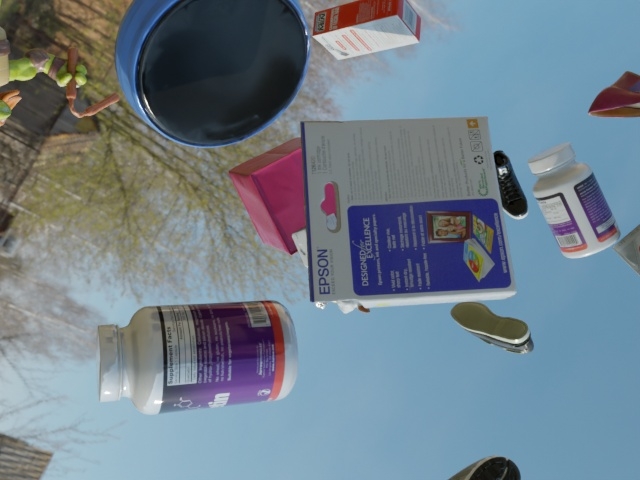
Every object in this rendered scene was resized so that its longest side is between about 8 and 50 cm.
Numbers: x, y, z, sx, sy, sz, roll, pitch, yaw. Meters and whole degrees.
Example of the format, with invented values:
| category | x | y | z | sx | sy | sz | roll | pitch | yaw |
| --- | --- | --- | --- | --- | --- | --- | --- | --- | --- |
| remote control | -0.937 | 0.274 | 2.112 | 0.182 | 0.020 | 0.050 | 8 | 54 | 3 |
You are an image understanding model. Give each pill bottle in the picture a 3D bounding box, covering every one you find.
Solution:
| category | x | y | z | sx | sy | sz | roll | pitch | yaw |
| --- | --- | --- | --- | --- | --- | --- | --- | --- | --- |
| pill bottle | -0.212 | 0.199 | 1.056 | 0.181 | 0.323 | 0.181 | 179 | -90 | -67 |
| pill bottle | 0.455 | -0.075 | 1.116 | 0.108 | 0.193 | 0.108 | -27 | -173 | 4 |

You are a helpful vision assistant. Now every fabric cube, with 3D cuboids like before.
| category | x | y | z | sx | sy | sz | roll | pitch | yaw |
| --- | --- | --- | --- | --- | --- | --- | --- | --- | --- |
| fabric cube | -0.073 | -0.140 | 1.754 | 0.259 | 0.254 | 0.258 | -29 | -165 | -16 |

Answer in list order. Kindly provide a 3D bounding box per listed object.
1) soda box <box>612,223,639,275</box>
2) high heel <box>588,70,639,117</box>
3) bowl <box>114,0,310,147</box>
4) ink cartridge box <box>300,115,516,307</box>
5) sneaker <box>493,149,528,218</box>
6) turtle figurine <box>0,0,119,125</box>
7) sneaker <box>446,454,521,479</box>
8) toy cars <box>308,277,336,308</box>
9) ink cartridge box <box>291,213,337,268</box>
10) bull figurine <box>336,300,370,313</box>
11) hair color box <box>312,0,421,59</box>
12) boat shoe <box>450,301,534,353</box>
| category | x | y | z | sx | sy | sz | roll | pitch | yaw |
| --- | --- | --- | --- | --- | --- | --- | --- | --- | --- |
| soda box | 0.649 | 0.022 | 1.166 | 0.098 | 0.286 | 0.091 | -48 | -119 | 23 |
| high heel | 0.666 | -0.254 | 1.233 | 0.117 | 0.082 | 0.244 | -46 | -129 | 4 |
| bowl | -0.194 | -0.349 | 1.200 | 0.391 | 0.391 | 0.077 | -50 | -127 | 21 |
| ink cartridge box | 0.128 | -0.049 | 0.963 | 0.072 | 0.307 | 0.303 | 89 | -2 | -71 |
| sneaker | 0.562 | -0.175 | 1.861 | 0.079 | 0.121 | 0.216 | -23 | -120 | 14 |
| turtle figurine | -0.336 | -0.205 | 0.619 | 0.087 | 0.270 | 0.217 | 26 | -57 | 36 |
| sneaker | 0.270 | 0.517 | 1.208 | 0.272 | 0.100 | 0.108 | -33 | 166 | 2 |
| toy cars | 0.014 | 0.108 | 1.865 | 0.394 | 0.087 | 0.176 | 141 | -46 | -74 |
| ink cartridge box | 0.000 | 0.000 | 1.408 | 0.052 | 0.088 | 0.122 | -21 | -174 | 38 |
| bull figurine | 0.113 | 0.009 | 1.310 | 0.188 | 0.101 | 0.310 | -22 | 125 | -61 |
| hair color box | 0.081 | -0.375 | 1.075 | 0.167 | 0.093 | 0.053 | -3 | -105 | 32 |
| boat shoe | 0.409 | 0.212 | 1.476 | 0.081 | 0.068 | 0.228 | -45 | -148 | -16 |
